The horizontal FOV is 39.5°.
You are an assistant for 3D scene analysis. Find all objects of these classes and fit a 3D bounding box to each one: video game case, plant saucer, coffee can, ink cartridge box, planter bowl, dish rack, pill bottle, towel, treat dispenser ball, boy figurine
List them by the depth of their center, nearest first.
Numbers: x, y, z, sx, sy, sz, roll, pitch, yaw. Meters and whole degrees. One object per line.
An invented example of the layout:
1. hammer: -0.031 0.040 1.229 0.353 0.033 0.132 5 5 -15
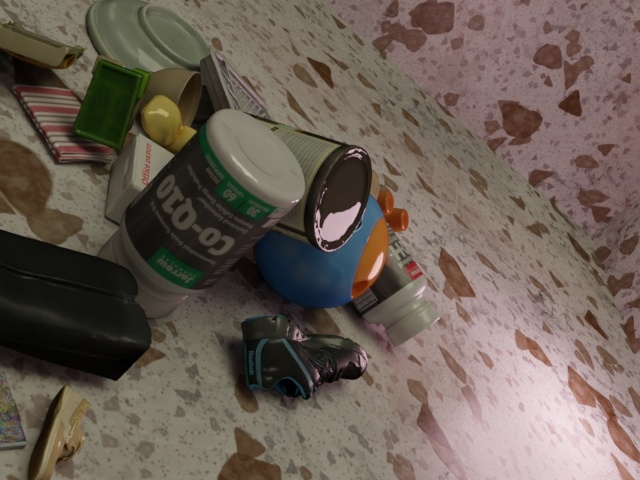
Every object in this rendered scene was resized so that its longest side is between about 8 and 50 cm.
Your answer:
1. video game case: -0.452 0.227 1.203 0.087 0.011 0.122 10 45 -52
2. pill bottle: -0.212 -0.036 1.528 0.204 0.361 0.204 35 28 -23
3. coffee can: -0.071 -0.116 1.674 0.275 0.201 0.201 21 15 27
4. towel: -0.503 -0.227 1.740 0.197 0.029 0.144 53 26 17
5. ink cartridge box: -0.294 -0.075 1.756 0.237 0.100 0.172 32 30 -30
6. boy figurine: -0.279 -0.183 1.847 0.285 0.177 0.092 47 50 -38
7. treat dispenser ball: 0.000 0.000 1.880 0.288 0.288 0.288 36 29 -23
8. planter bowl: -0.343 -0.313 1.974 0.109 0.162 0.162 21 27 5
9. pill bottle: 0.138 0.083 2.089 0.318 0.176 0.176 56 27 5
10. dish rack: -0.182 -0.284 2.153 0.333 0.072 0.285 41 22 -56
11. plant saucer: -0.375 -0.469 2.182 0.400 0.100 0.400 35 29 -23

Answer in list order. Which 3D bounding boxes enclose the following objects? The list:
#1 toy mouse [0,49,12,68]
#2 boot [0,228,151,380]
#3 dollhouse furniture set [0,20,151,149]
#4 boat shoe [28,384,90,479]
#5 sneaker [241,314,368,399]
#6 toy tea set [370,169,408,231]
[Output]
1. toy mouse: -0.648 -0.371 1.711 0.143 0.031 0.161 45 26 -4
2. boot: -0.476 -0.001 1.325 0.445 0.146 0.367 19 46 -40
3. dollhouse furniture set: -0.505 -0.308 1.753 0.302 0.151 0.197 20 10 -10
4. boat shoe: -0.353 0.271 1.231 0.059 0.063 0.170 31 29 -18
5. sneaker: -0.034 0.244 1.728 0.341 0.125 0.139 22 63 -46
6. toy tea set: 0.121 -0.051 2.341 0.336 0.124 0.200 38 57 -59
